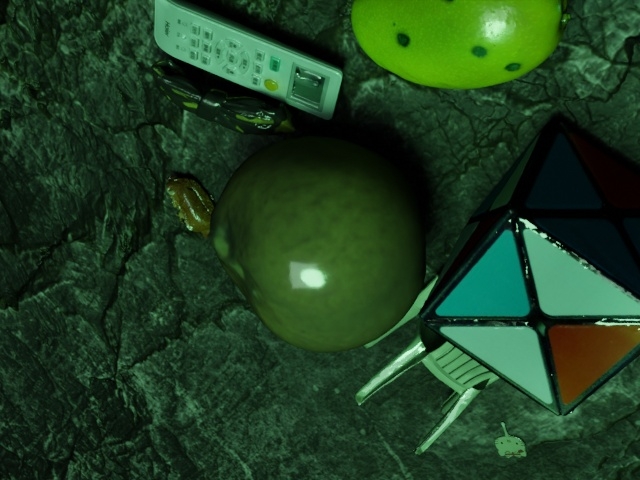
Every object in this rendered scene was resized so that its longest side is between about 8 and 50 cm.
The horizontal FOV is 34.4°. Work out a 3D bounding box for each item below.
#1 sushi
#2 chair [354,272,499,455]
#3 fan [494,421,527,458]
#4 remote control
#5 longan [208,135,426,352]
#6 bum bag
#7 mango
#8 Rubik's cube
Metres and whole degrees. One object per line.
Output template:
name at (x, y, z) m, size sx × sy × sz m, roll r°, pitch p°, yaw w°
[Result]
sushi at (-0.212, -0.056, 1.693) m, size 0.060 × 0.061 × 0.118 m, roll -19°, pitch 94°, yaw 45°
chair at (0.198, 0.185, 1.572) m, size 0.203 × 0.190 × 0.275 m, roll 39°, pitch 121°, yaw -4°
fan at (0.318, 0.339, 1.750) m, size 0.055 × 0.004 × 0.083 m, roll -7°, pitch 120°, yaw 31°
remote control at (-0.105, -0.269, 1.480) m, size 0.293 × 0.051 × 0.103 m, roll 25°, pitch 147°, yaw 6°
longan at (0.000, 0.000, 1.466) m, size 0.318 × 0.319 × 0.319 m, roll 13°, pitch 128°, yaw 17°
bum bag at (-0.141, -0.202, 1.532) m, size 0.232 × 0.060 × 0.107 m, roll 22°, pitch 169°, yaw 11°
mango at (0.168, -0.274, 1.289) m, size 0.293 × 0.143 × 0.175 m, roll 2°, pitch 123°, yaw 37°
Rubik's cube at (0.316, 0.036, 1.368) m, size 0.246 × 0.248 × 0.250 m, roll 35°, pitch 132°, yaw 1°
